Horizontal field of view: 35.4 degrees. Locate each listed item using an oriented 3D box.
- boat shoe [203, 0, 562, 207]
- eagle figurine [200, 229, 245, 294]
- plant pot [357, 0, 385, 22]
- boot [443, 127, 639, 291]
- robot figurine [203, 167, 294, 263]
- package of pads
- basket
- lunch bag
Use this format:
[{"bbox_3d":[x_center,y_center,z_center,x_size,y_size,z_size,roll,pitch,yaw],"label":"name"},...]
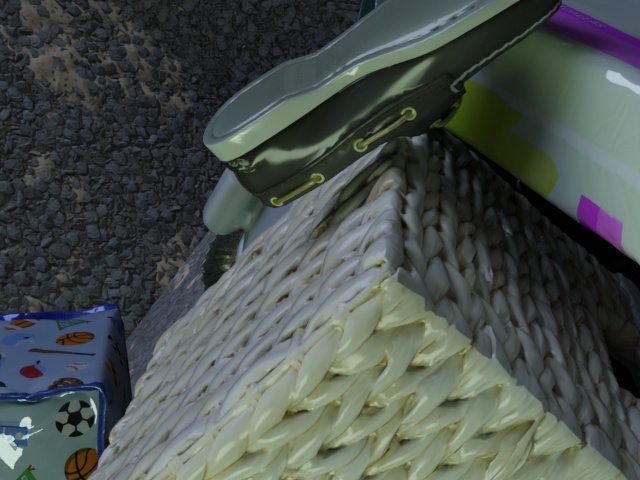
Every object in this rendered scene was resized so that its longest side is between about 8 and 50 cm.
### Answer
[{"bbox_3d":[0.041,-0.093,0.585,0.228,0.068,0.081,-26,31,23],"label":"boat shoe"},{"bbox_3d":[0.004,0.010,1.442,0.226,0.225,0.298,-23,15,42],"label":"eagle figurine"},{"bbox_3d":[0.171,-0.349,1.887,0.290,0.196,0.290,-172,90,-84],"label":"plant pot"},{"bbox_3d":[0.207,-0.112,0.867,0.348,0.260,0.131,-54,12,-28],"label":"boot"},{"bbox_3d":[0.030,0.001,1.034,0.353,0.300,0.199,124,168,-53],"label":"robot figurine"},{"bbox_3d":[0.209,-0.090,0.634,0.296,0.229,0.101,46,133,47],"label":"package of pads"},{"bbox_3d":[0.039,0.129,0.678,0.331,0.266,0.328,-45,12,22],"label":"basket"},{"bbox_3d":[-0.371,0.322,1.374,0.239,0.385,0.328,-4,16,-4],"label":"lunch bag"}]
